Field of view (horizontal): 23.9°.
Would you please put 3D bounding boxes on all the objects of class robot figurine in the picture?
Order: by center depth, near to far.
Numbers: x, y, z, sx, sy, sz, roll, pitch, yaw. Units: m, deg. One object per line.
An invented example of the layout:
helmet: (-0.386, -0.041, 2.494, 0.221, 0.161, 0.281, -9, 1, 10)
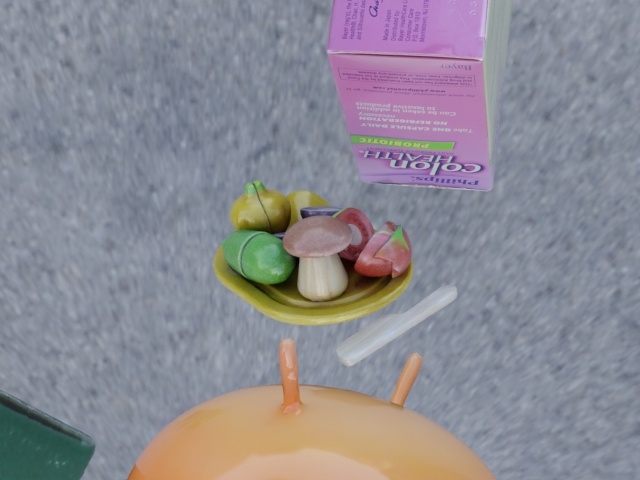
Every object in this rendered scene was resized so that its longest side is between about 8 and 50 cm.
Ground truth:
robot figurine: (-0.011, 0.139, 0.453, 0.158, 0.128, 0.219, 12, 89, -16)

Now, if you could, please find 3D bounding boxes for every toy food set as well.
toy food set: (0.000, 0.000, 1.135, 0.128, 0.071, 0.218, -25, 33, -26)

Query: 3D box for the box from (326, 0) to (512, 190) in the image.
box: (0.087, -0.186, 1.211, 0.117, 0.243, 0.213, 4, 70, 10)

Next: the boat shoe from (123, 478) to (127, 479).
boat shoe: (-0.169, 0.230, 1.229, 0.224, 0.073, 0.080, -20, 46, 21)

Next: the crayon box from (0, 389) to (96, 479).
crayon box: (-0.253, 0.178, 0.599, 0.203, 0.083, 0.323, 21, 77, 35)
